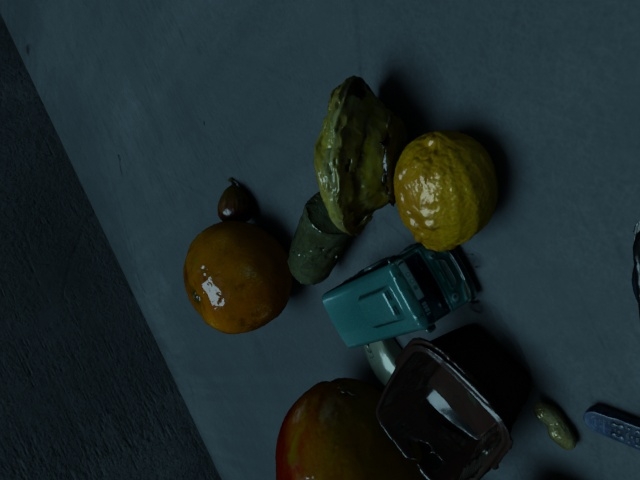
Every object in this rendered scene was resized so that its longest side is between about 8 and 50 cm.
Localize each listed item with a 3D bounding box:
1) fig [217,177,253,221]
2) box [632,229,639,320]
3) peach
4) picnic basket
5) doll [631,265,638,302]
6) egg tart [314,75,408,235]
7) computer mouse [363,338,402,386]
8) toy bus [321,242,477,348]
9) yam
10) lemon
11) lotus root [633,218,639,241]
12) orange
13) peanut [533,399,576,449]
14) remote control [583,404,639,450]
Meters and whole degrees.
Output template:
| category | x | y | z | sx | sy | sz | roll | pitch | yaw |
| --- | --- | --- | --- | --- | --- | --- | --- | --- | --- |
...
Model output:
| category | x | y | z | sx | sy | sz | roll | pitch | yaw |
| --- | --- | --- | --- | --- | --- | --- | --- | --- | --- |
| fig | -0.206 | -0.101 | 1.432 | 0.089 | 0.088 | 0.125 | -36 | 58 | 58 |
| box | 0.429 | 0.068 | 0.437 | 0.350 | 0.058 | 0.211 | -5 | 87 | 30 |
| peach | 0.056 | 0.468 | 1.188 | 0.372 | 0.289 | 0.373 | 180 | 90 | -88 |
| picnic basket | 0.227 | 0.270 | 0.995 | 0.222 | 0.129 | 0.297 | 46 | 145 | 25 |
| doll | 0.425 | 0.077 | 0.566 | 0.258 | 0.154 | 0.228 | 54 | 152 | 29 |
| egg tart | 0.071 | -0.123 | 0.891 | 0.105 | 0.241 | 0.241 | 6 | 121 | 21 |
| computer mouse | 0.129 | 0.237 | 1.188 | 0.182 | 0.056 | 0.089 | 56 | 143 | 15 |
| toy bus | 0.122 | 0.094 | 1.009 | 0.128 | 0.147 | 0.256 | 61 | 149 | 2 |
| yam | 0.000 | 0.000 | 1.158 | 0.107 | 0.107 | 0.194 | 52 | 147 | 20 |
| lemon | 0.171 | -0.065 | 0.826 | 0.142 | 0.142 | 0.187 | 28 | 137 | 44 |
| lotus root | 0.375 | -0.020 | 0.662 | 0.037 | 0.030 | 0.083 | 44 | 142 | 41 |
| orange | -0.188 | 0.081 | 1.377 | 0.261 | 0.261 | 0.261 | 35 | 138 | 39 |
| peanut | 0.353 | 0.276 | 0.903 | 0.083 | 0.037 | 0.037 | 52 | 147 | 15 |
| remote control | 0.425 | 0.256 | 0.791 | 0.152 | 0.027 | 0.044 | 16 | 119 | 49 |
